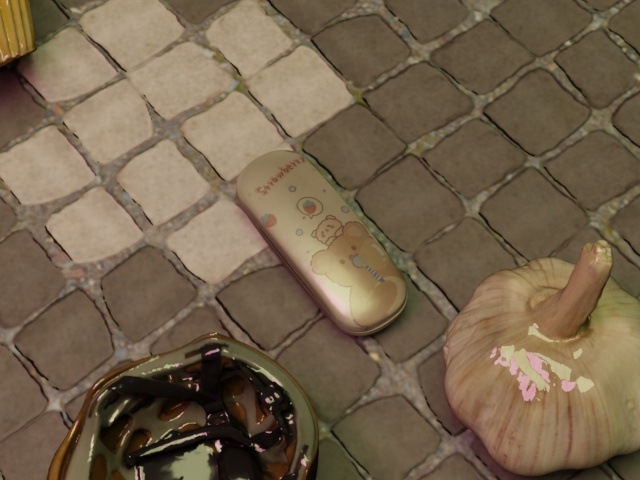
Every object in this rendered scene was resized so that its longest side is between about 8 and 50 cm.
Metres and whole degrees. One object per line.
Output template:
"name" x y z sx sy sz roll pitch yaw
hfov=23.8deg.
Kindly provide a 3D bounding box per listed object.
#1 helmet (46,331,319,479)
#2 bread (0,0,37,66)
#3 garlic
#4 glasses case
"helmet" -0.102 0.194 1.242 0.224 0.130 0.198 -36 63 -7
"bread" -0.411 -0.194 1.441 0.288 0.152 0.119 -19 102 -10
"garlic" 0.206 0.081 1.256 0.199 0.226 0.199 2 57 -4
"glasses case" 0.000 0.000 1.392 0.081 0.051 0.204 -34 67 -16
